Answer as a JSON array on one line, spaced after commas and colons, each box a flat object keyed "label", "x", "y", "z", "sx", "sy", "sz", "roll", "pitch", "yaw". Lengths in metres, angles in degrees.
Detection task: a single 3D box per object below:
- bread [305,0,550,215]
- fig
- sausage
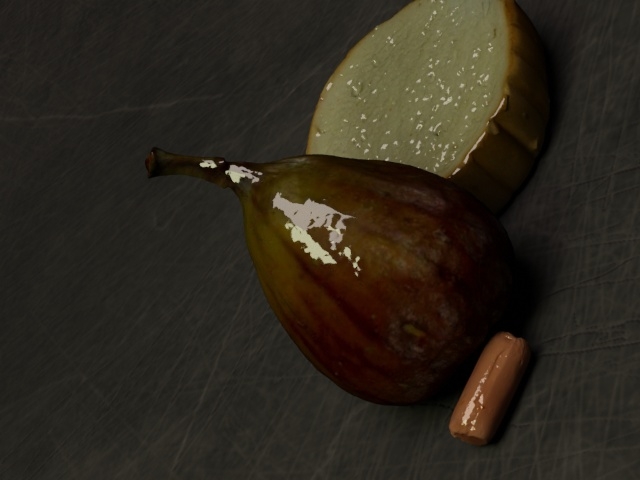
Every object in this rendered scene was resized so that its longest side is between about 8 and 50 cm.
[{"label": "bread", "x": 0.086, "y": -0.094, "z": 1.461, "sx": 0.236, "sy": 0.070, "sz": 0.236, "roll": -29, "pitch": 42, "yaw": 30}, {"label": "fig", "x": 0.000, "y": 0.000, "z": 1.321, "sx": 0.170, "sy": 0.274, "sz": 0.145, "roll": -59, "pitch": 2, "yaw": 27}, {"label": "sausage", "x": 0.118, "y": 0.102, "z": 1.278, "sx": 0.034, "sy": 0.034, "sz": 0.083, "roll": 5, "pitch": 63, "yaw": 51}]
